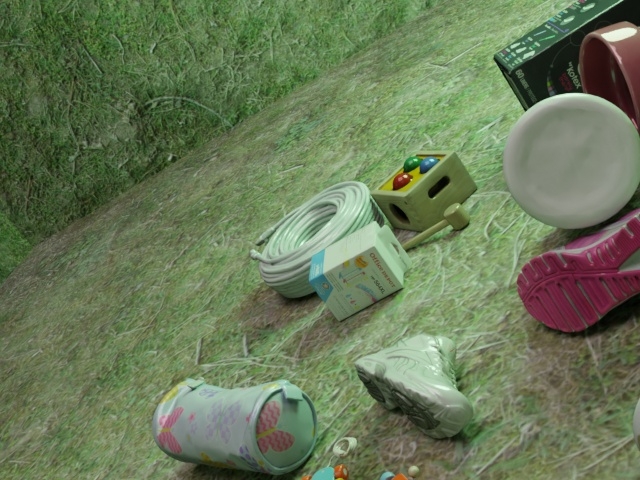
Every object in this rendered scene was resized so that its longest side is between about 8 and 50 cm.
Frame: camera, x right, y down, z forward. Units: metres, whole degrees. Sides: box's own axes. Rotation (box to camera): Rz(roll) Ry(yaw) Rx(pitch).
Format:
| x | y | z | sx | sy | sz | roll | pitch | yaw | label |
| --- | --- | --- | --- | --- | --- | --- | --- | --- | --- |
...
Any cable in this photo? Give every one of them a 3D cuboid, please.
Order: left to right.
| x | y | z | sx | sy | sz | roll | pitch | yaw | label |
| --- | --- | --- | --- | --- | --- | --- | --- | --- | --- |
| 0.000 | 0.000 | 1.703 | 0.257 | 0.089 | 0.257 | -39 | 21 | 2 | cable |

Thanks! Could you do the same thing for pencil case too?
| x | y | z | sx | sy | sz | roll | pitch | yaw | label |
| --- | --- | --- | --- | --- | --- | --- | --- | --- | --- |
| -0.123 | 0.257 | 1.296 | 0.273 | 0.113 | 0.124 | -9 | 55 | 51 | pencil case |

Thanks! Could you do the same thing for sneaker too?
| x | y | z | sx | sy | sz | roll | pitch | yaw | label |
| --- | --- | --- | --- | --- | --- | --- | --- | --- | --- |
| 0.130 | 0.162 | 1.140 | 0.115 | 0.090 | 0.232 | -37 | 20 | -13 | sneaker |
| 0.345 | 0.029 | 1.082 | 0.111 | 0.103 | 0.252 | -22 | -4 | -45 | sneaker |

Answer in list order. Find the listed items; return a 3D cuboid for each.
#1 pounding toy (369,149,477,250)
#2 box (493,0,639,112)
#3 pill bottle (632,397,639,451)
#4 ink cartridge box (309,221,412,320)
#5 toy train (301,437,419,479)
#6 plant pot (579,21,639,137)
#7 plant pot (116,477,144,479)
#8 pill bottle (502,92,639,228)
| x | y | z | sx | sy | sz | roll | pitch | yaw | label |
| --- | --- | --- | --- | --- | --- | --- | --- | --- | --- |
| 0.174 | -0.072 | 1.581 | 0.181 | 0.094 | 0.206 | -42 | 20 | -16 | pounding toy |
| 0.452 | -0.301 | 1.538 | 0.270 | 0.165 | 0.143 | -33 | 19 | 11 | box |
| 0.338 | 0.176 | 0.722 | 0.112 | 0.112 | 0.186 | -36 | 20 | 1 | pill bottle |
| 0.067 | 0.045 | 1.496 | 0.143 | 0.092 | 0.090 | -30 | 21 | 18 | ink cartridge box |
| 0.045 | 0.291 | 1.049 | 0.125 | 0.046 | 0.166 | -40 | 23 | -14 | toy train |
| 0.486 | -0.224 | 1.296 | 0.180 | 0.201 | 0.201 | -20 | 21 | 1 | plant pot |
| -0.226 | 0.423 | 0.976 | 0.284 | 0.191 | 0.284 | -32 | 21 | 13 | plant pot |
| 0.325 | -0.101 | 1.194 | 0.162 | 0.162 | 0.278 | -30 | -3 | 16 | pill bottle |
